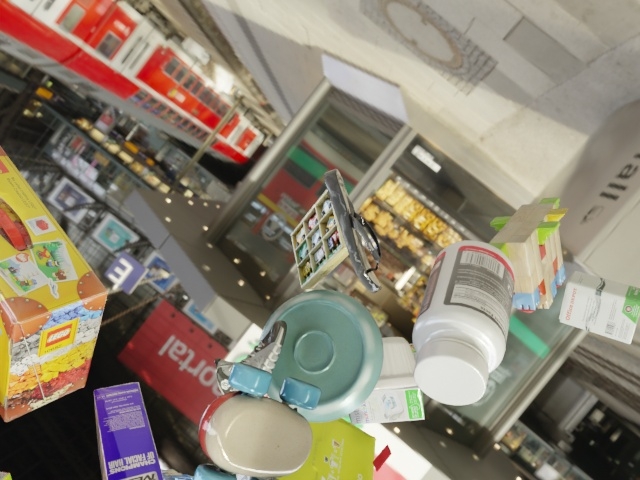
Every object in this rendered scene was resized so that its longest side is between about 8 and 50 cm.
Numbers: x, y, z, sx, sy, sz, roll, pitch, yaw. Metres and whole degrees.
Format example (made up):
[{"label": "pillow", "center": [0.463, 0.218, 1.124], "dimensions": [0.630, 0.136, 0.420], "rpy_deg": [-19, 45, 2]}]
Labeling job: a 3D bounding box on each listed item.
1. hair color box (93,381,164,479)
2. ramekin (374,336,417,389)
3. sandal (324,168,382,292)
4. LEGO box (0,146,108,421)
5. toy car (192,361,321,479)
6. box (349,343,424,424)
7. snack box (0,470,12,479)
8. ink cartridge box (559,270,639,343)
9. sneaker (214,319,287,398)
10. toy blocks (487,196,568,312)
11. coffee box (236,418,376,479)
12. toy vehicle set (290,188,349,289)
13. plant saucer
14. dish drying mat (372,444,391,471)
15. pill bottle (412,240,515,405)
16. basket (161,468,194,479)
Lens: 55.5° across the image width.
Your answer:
[{"label": "hair color box", "center": [-0.399, 0.475, 1.262], "dimensions": [0.110, 0.185, 0.339], "rpy_deg": [-6, -154, -25]}, {"label": "ramekin", "center": [0.124, 0.332, 1.592], "dimensions": [0.273, 0.272, 0.127], "rpy_deg": [32, -131, -66]}, {"label": "sandal", "center": [0.073, -0.017, 1.167], "dimensions": [0.097, 0.054, 0.255], "rpy_deg": [-55, -54, -76]}, {"label": "LEGO box", "center": [-0.716, 0.084, 1.363], "dimensions": [0.193, 0.373, 0.500], "rpy_deg": [-22, -119, -44]}, {"label": "toy car", "center": [-0.151, 0.336, 1.121], "dimensions": [0.210, 0.219, 0.238], "rpy_deg": [24, 168, -31]}, {"label": "box", "center": [0.210, 0.459, 1.954], "dimensions": [0.262, 0.230, 0.127], "rpy_deg": [-69, -30, -68]}, {"label": "snack box", "center": [-0.624, 0.511, 1.116], "dimensions": [0.037, 0.100, 0.141], "rpy_deg": [-1, -163, 19]}, {"label": "ink cartridge box", "center": [0.842, 0.197, 1.823], "dimensions": [0.208, 0.153, 0.087], "rpy_deg": [18, -148, 28]}, {"label": "sneaker", "center": [-0.170, 0.272, 1.382], "dimensions": [0.132, 0.229, 0.086], "rpy_deg": [23, 167, -1]}, {"label": "toy blocks", "center": [0.583, 0.069, 1.689], "dimensions": [0.190, 0.381, 0.261], "rpy_deg": [-1, 112, 37]}, {"label": "coffee box", "center": [-0.078, 0.687, 1.707], "dimensions": [0.338, 0.334, 0.338], "rpy_deg": [34, -147, -15]}, {"label": "toy vehicle set", "center": [0.000, 0.000, 1.554], "dimensions": [0.035, 0.267, 0.166], "rpy_deg": [-1, -116, -26]}, {"label": "plant saucer", "center": [-0.010, 0.266, 1.445], "dimensions": [0.317, 0.318, 0.044], "rpy_deg": [39, 175, 25]}, {"label": "dish drying mat", "center": [0.170, 0.600, 1.674], "dimensions": [0.008, 0.083, 0.032], "rpy_deg": [8, -145, -32]}, {"label": "pill bottle", "center": [0.281, 0.158, 1.201], "dimensions": [0.176, 0.176, 0.319], "rpy_deg": [38, -138, -7]}, {"label": "basket", "center": [-0.380, 0.694, 1.470], "dimensions": [0.201, 0.255, 0.288], "rpy_deg": [7, 173, -36]}]
